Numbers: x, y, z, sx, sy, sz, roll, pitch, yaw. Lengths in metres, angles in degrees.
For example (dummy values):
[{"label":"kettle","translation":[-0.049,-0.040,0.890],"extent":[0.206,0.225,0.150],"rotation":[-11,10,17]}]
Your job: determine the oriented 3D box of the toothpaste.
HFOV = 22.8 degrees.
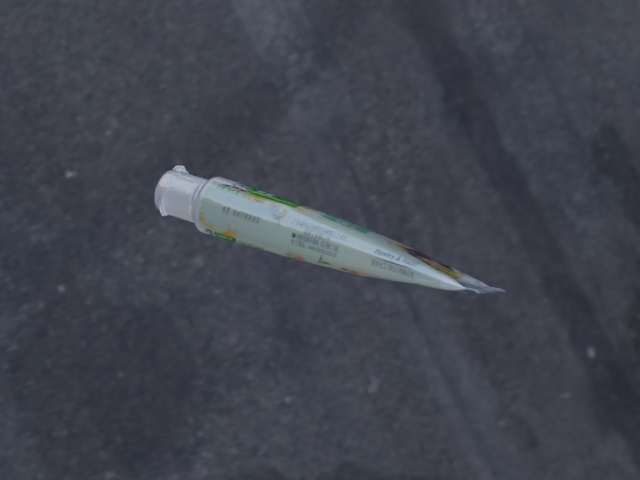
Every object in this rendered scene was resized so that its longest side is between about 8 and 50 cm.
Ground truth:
[{"label":"toothpaste","translation":[0.000,0.000,1.339],"extent":[0.058,0.314,0.056],"rotation":[-55,151,-38]}]
